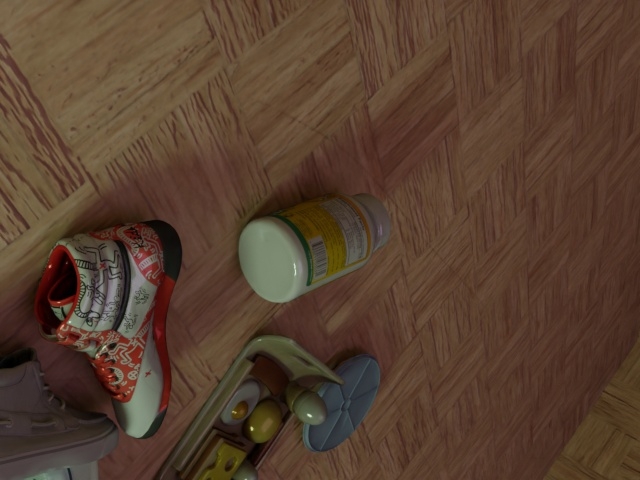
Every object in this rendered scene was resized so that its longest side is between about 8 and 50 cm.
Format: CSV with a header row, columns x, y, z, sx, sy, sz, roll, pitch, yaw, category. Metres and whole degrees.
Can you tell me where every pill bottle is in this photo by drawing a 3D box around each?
x,y,z,sx,sy,sz,roll,pitch,yaw,category
0.000,0.000,1.026,0.208,0.118,0.117,-22,130,-43,pill bottle

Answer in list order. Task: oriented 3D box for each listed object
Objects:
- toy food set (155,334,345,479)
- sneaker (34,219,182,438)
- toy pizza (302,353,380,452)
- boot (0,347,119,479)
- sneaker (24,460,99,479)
x,y,z,sx,sy,sz,roll,pitch,yaw,category
-0.094,0.304,1.137,0.306,0.092,0.219,-56,146,-10,toy food set
-0.239,0.111,0.821,0.145,0.090,0.269,-11,118,-48,sneaker
0.034,0.287,1.347,0.201,0.032,0.201,-31,136,-36,toy pizza
-0.295,0.174,0.788,0.258,0.095,0.123,19,70,-75,boot
-0.291,0.368,0.888,0.091,0.094,0.258,-8,104,-50,sneaker
